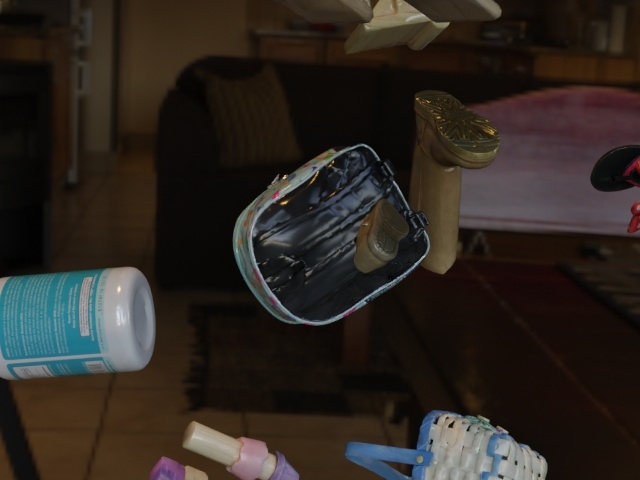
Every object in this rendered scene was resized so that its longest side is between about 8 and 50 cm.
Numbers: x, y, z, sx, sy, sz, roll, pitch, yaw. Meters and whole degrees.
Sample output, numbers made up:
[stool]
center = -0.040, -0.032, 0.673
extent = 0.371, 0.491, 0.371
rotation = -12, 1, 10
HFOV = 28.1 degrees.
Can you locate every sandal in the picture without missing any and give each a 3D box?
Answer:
[sandal]
center = 0.478, -0.105, 1.836
extent = 0.179, 0.067, 0.040
rotation = -10, 29, 9

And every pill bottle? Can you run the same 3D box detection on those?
[pill bottle]
center = -0.373, 0.117, 1.777
extent = 0.264, 0.146, 0.146
rotation = -4, 9, 8

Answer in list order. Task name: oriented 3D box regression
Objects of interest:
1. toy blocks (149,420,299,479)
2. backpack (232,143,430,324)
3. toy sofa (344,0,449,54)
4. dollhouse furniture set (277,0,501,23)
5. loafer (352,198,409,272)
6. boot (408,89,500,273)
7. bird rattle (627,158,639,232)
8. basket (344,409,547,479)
[toy blocks]
center = -0.152, 0.481, 1.904
extent = 0.260, 0.309, 0.289
rotation = 26, 37, -20
[backpack]
center = 0.000, 0.000, 1.883
extent = 0.253, 0.225, 0.191
rotation = -37, 12, -21
[toy sofa]
center = 0.095, -0.441, 1.704
extent = 0.177, 0.363, 0.150
rotation = -11, -2, -11
[dollhouse furniture set]
center = -0.035, -0.407, 1.183
extent = 0.394, 0.362, 0.256
rotation = 3, -5, 27
[loafer]
center = 0.067, -0.006, 1.521
extent = 0.050, 0.056, 0.148
rotation = -38, 6, 22
[boot]
center = 0.200, -0.070, 1.973
extent = 0.089, 0.270, 0.236
rotation = -4, 29, -12
[bird rattle]
center = 0.546, -0.043, 1.725
extent = 0.253, 0.143, 0.207
rotation = 36, -17, -2
[basket]
center = 0.214, 0.390, 2.119
extent = 0.289, 0.201, 0.255
rotation = -3, -23, 31
